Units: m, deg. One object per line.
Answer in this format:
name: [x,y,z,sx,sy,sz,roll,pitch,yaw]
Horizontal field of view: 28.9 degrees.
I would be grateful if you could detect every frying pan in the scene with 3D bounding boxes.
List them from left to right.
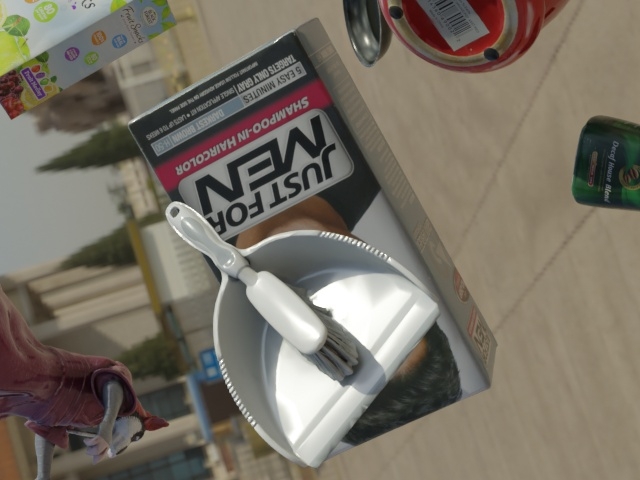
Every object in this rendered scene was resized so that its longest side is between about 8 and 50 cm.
frying pan: [0.082,-0.446,2.094,0.197,0.053,0.326,-116,21,-45]

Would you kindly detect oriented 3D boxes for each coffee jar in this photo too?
coffee jar: [0.353,-0.067,1.255,0.079,0.184,0.096,-15,-66,-58]

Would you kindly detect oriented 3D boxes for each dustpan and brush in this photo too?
dustpan and brush: [-0.037,0.036,0.858,0.211,0.147,0.060,40,-177,41]

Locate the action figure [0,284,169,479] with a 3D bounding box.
action figure: [-0.360,0.183,1.598,0.370,0.248,0.275,21,-129,-42]

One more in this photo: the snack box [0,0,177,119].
snack box: [-0.287,-0.253,1.343,0.174,0.207,0.070,53,171,33]

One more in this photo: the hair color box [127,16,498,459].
hair color box: [0.000,0.000,1.183,0.374,0.185,0.113,60,-163,-9]

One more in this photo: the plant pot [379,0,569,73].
plant pot: [0.161,-0.273,1.223,0.174,0.191,0.191,-59,-32,-42]
